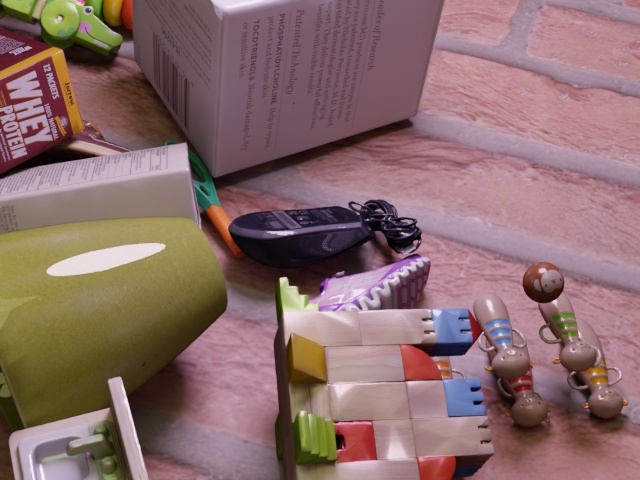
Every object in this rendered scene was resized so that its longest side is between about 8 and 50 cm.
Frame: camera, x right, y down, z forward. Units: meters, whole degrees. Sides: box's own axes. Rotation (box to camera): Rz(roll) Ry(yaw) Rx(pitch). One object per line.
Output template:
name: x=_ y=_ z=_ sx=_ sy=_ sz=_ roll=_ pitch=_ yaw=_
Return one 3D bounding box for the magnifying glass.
magnifying glass: x=-0.175 y=-0.066 z=1.587 sx=0.092 sy=0.026 sz=0.231 roll=12 pitch=39 yaw=-58

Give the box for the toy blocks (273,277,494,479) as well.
toy blocks: x=0.087 y=0.234 z=1.267 sx=0.261 sy=0.190 sz=0.381 roll=0 pitch=61 yaw=-11

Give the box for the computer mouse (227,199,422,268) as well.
computer mouse: x=0.000 y=0.000 z=1.525 sx=0.272 sy=0.072 sz=0.188 roll=-4 pitch=19 yaw=-14

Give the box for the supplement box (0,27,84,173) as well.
supplement box: x=-0.481 y=-0.198 z=1.476 sx=0.194 sy=0.129 sz=0.191 roll=23 pitch=45 yaw=37

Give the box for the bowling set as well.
bowling set: x=0.273 y=0.142 z=1.363 sx=0.287 sy=0.199 sz=0.154 roll=-8 pitch=51 yaw=-8

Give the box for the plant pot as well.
plant pot: x=-0.275 y=0.082 z=1.288 sx=0.294 sy=0.274 sz=0.274 roll=-23 pitch=54 yaw=-22

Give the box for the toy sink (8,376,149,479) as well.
toy sink: x=-0.262 y=0.285 z=1.141 sx=0.131 sy=0.234 sz=0.152 roll=-12 pitch=51 yaw=-17

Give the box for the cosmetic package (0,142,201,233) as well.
cosmetic package: x=-0.319 y=-0.037 z=1.444 sx=0.296 sy=0.129 sz=0.153 roll=-10 pitch=20 yaw=-3

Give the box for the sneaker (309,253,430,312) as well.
sneaker: x=0.055 y=0.078 z=1.466 sx=0.236 sy=0.095 sz=0.104 roll=-33 pitch=51 yaw=-29

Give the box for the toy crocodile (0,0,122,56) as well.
toy crocodile: x=-0.498 y=-0.412 z=1.782 sx=0.341 sy=0.115 sz=0.105 roll=23 pitch=83 yaw=-8

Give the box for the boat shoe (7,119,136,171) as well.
boat shoe: x=-0.380 y=-0.142 z=1.596 sx=0.342 sy=0.123 sz=0.123 roll=12 pitch=49 yaw=13

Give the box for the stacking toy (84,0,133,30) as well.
stacking toy: x=-0.385 y=-0.446 z=1.866 sx=0.330 sy=0.141 sz=0.141 roll=18 pitch=48 yaw=4

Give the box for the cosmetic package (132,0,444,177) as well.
cosmetic package: x=-0.062 y=-0.366 z=1.665 sx=0.394 sy=0.327 sz=0.329 roll=-20 pitch=54 yaw=-24
